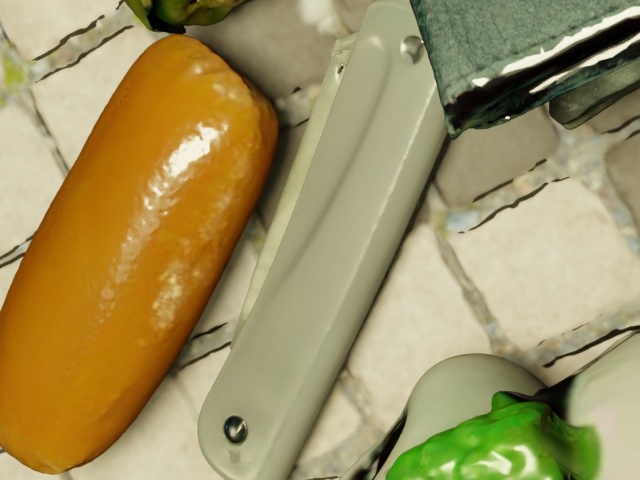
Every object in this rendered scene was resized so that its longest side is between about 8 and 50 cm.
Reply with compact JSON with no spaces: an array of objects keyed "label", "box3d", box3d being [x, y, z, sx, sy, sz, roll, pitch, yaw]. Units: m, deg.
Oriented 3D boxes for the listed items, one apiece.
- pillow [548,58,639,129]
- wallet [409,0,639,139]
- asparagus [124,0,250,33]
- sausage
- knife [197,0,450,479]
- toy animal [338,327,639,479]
[{"label":"pillow","box3d":[0.191,-0.173,0.834,0.250,0.106,0.186,-20,76,19]},{"label":"wallet","box3d":[0.077,-0.247,0.816,0.190,0.046,0.379,-26,68,18]},{"label":"asparagus","box3d":[-0.155,-0.261,0.923,0.128,0.108,0.382,-42,83,-18]},{"label":"sausage","box3d":[-0.097,0.013,0.964,0.098,0.098,0.238,33,105,9]},{"label":"knife","box3d":[0.003,0.002,0.961,0.073,0.040,0.266,28,107,22]},{"label":"toy animal","box3d":[0.114,0.142,0.864,0.266,0.212,0.213,-14,95,12]}]
